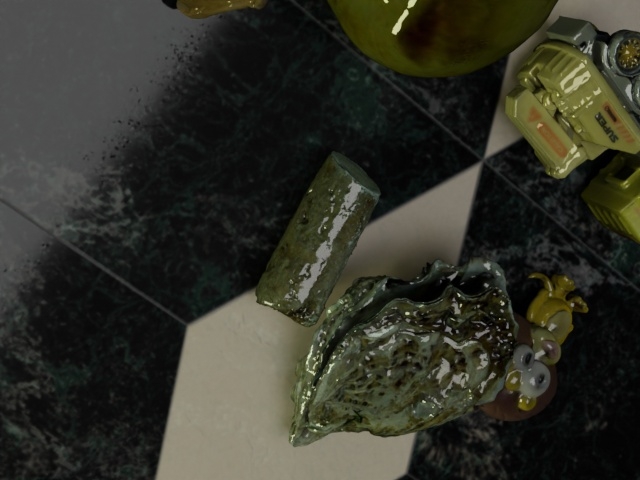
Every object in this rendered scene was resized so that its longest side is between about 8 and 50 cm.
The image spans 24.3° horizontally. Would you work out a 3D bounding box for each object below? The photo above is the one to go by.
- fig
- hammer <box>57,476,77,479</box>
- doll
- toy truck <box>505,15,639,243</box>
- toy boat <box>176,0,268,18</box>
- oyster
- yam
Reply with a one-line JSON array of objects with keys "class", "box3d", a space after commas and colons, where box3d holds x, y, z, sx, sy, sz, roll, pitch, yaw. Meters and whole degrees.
[{"class": "fig", "box3d": [0.135, -0.281, 1.448, 0.271, 0.239, 0.240, -14, 112, -44]}, {"class": "hammer", "box3d": [-0.216, 0.354, 1.600, 0.297, 0.027, 0.125, 35, 96, -26]}, {"class": "doll", "box3d": [0.222, 0.114, 1.668, 0.145, 0.096, 0.188, 30, 83, -33]}, {"class": "toy truck", "box3d": [0.313, -0.109, 1.616, 0.157, 0.124, 0.272, -43, 116, -5]}, {"class": "toy boat", "box3d": [-0.028, -0.408, 1.395, 0.446, 0.162, 0.136, -57, 155, 4]}, {"class": "oyster", "box3d": [0.079, 0.118, 1.580, 0.267, 0.112, 0.199, -14, 116, 0]}, {"class": "yam", "box3d": [0.000, 0.000, 1.554, 0.078, 0.078, 0.179, 27, 93, -26]}]
